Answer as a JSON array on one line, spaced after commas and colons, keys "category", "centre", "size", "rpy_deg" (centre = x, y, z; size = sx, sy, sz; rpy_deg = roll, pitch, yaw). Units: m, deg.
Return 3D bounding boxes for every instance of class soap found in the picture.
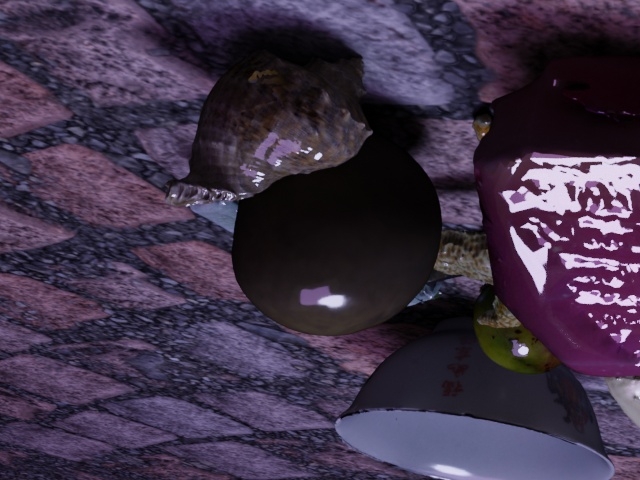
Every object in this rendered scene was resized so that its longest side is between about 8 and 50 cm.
[{"category": "soap", "centre": [0.250, -0.018, 1.417], "size": [0.220, 0.127, 0.325], "rpy_deg": [-2, 138, 10]}]

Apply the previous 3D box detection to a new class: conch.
[{"category": "conch", "centre": [-0.045, -0.092, 1.459], "size": [0.130, 0.207, 0.155], "rpy_deg": [49, -176, 6]}]

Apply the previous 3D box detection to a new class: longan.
[{"category": "longan", "centre": [0.014, -0.014, 1.549], "size": [0.196, 0.220, 0.197], "rpy_deg": [-1, 124, -1]}]

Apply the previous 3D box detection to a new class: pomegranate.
[{"category": "pomegranate", "centre": [0.226, 0.081, 1.834], "size": [0.130, 0.130, 0.130], "rpy_deg": [10, 160, 4]}]

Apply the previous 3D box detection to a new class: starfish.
[{"category": "starfish", "centre": [0.232, 0.020, 1.627], "size": [0.347, 0.078, 0.358], "rpy_deg": [9, 146, -4]}]

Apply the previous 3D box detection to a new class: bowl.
[{"category": "bowl", "centre": [0.199, 0.190, 2.064], "size": [0.345, 0.157, 0.345], "rpy_deg": [10, 161, 4]}]

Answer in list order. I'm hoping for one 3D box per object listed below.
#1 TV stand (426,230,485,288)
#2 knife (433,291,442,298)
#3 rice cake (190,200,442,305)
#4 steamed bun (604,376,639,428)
[{"category": "TV stand", "centre": [0.188, 0.010, 1.761], "size": [0.042, 0.036, 0.249], "rpy_deg": [23, 157, -27]}, {"category": "knife", "centre": [0.051, 0.055, 1.978], "size": [0.184, 0.022, 0.026], "rpy_deg": [6, -175, 10]}, {"category": "rice cake", "centre": [0.000, 0.000, 1.795], "size": [0.066, 0.063, 0.336], "rpy_deg": [-6, 154, 46]}, {"category": "steamed bun", "centre": [0.393, 0.120, 1.783], "size": [0.152, 0.170, 0.238], "rpy_deg": [-24, 144, 27]}]
